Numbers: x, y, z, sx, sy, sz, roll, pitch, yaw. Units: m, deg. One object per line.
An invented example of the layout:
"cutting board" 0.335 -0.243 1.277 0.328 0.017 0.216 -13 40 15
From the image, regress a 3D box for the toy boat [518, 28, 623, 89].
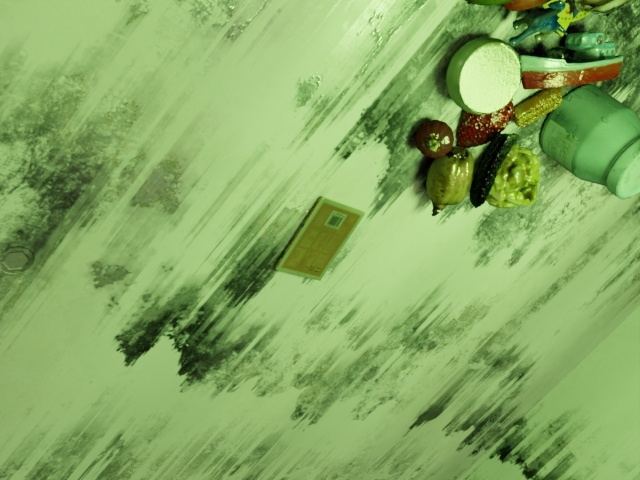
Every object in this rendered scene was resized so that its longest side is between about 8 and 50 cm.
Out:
"toy boat" 0.642 -0.477 1.696 0.332 0.145 0.133 -15 111 -27

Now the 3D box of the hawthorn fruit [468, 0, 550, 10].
"hawthorn fruit" 0.442 -0.580 1.452 0.204 0.162 0.163 -36 139 10

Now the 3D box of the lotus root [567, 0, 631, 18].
"lotus root" 0.647 -0.608 1.501 0.329 0.078 0.167 -25 116 -33

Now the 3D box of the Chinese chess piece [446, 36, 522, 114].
"Chinese chess piece" 0.404 -0.407 1.603 0.189 0.083 0.188 -8 117 -16

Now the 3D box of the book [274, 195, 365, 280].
"book" 0.000 -0.001 1.761 0.170 0.018 0.241 17 115 -41

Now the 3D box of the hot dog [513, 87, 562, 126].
"hot dog" 0.612 -0.377 1.825 0.165 0.045 0.071 -30 140 -10

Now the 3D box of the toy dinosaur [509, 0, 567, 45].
"toy dinosaur" 0.557 -0.525 1.526 0.248 0.188 0.075 -11 91 -34

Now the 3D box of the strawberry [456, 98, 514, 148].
"strawberry" 0.450 -0.326 1.734 0.192 0.085 0.140 -37 140 1

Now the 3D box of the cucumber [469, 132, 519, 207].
"cucumber" 0.457 -0.193 1.758 0.067 0.067 0.245 -5 134 -31

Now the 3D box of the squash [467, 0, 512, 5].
"squash" 0.389 -0.589 1.252 0.310 0.310 0.308 11 124 -40

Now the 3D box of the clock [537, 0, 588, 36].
"clock" 0.645 -0.663 1.575 0.277 0.071 0.293 16 117 -42

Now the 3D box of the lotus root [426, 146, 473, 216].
"lotus root" 0.354 -0.162 1.789 0.125 0.118 0.220 10 131 -1

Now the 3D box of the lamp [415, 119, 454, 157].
"lamp" 0.296 -0.263 1.678 0.101 0.090 0.101 7 119 13

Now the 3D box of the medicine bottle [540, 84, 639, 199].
"medicine bottle" 0.828 -0.280 1.877 0.245 0.290 0.244 -19 135 -20

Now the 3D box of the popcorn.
"popcorn" 0.544 -0.178 1.855 0.167 0.185 0.187 24 146 -30
